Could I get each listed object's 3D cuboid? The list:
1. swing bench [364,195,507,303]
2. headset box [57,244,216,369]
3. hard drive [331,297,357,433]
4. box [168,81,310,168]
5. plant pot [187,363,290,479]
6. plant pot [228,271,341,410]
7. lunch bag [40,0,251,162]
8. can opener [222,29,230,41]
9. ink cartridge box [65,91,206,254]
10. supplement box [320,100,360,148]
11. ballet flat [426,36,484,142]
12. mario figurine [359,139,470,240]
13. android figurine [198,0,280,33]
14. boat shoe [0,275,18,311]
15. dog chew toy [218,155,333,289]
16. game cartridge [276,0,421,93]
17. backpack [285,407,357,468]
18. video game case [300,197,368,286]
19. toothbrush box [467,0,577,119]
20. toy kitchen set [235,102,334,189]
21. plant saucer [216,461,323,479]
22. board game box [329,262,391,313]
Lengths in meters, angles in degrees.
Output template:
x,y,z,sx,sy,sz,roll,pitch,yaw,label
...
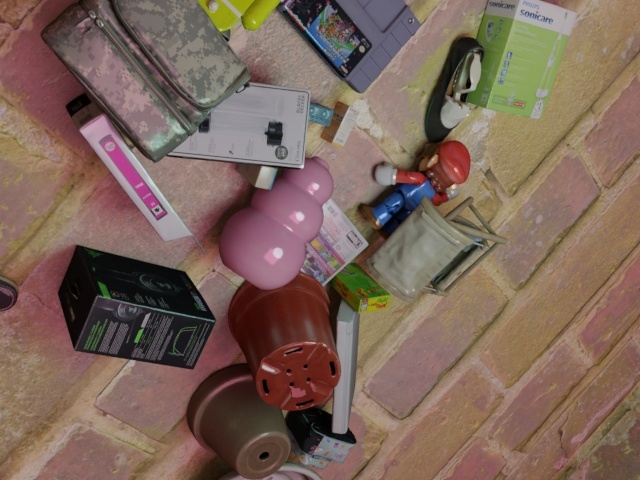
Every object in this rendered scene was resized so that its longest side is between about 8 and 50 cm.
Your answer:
x,y,z,sx,sy,sz,roll,pitch,yaw,label
0.300,0.026,1.723,0.255,0.165,0.253,-5,143,-48,swing bench
-0.408,0.140,1.413,0.283,0.246,0.131,18,104,-34,headset box
0.072,0.311,1.794,0.047,0.233,0.352,6,115,7,hard drive
-0.174,-0.244,1.368,0.290,0.087,0.169,4,94,-8,box
-0.193,0.493,1.721,0.263,0.229,0.262,-12,119,-23,plant pot
-0.078,0.254,1.608,0.273,0.265,0.272,-6,119,-11,plant pot
-0.301,-0.331,1.166,0.256,0.212,0.305,-41,115,-6,lunch bag
-0.309,-0.446,1.303,0.284,0.076,0.095,20,70,-35,can opener
-0.372,-0.119,1.347,0.069,0.176,0.370,-38,126,-8,ink cartridge box
0.047,-0.278,1.579,0.036,0.062,0.098,19,102,-34,supplement box
0.346,-0.376,1.680,0.095,0.096,0.280,2,113,-31,ballet flat
0.255,-0.149,1.752,0.321,0.170,0.198,-40,164,6,mario figurine
-0.200,-0.517,1.278,0.248,0.056,0.272,43,74,-21,android figurine
-0.749,0.113,1.298,0.285,0.092,0.102,12,107,-33,boat shoe
-0.088,-0.051,1.538,0.207,0.207,0.331,39,83,-37,dog chew toy
0.053,-0.521,1.467,0.355,0.068,0.230,40,87,-37,game cartridge
0.002,0.572,1.907,0.189,0.166,0.144,19,100,-34,backpack
0.000,0.000,1.692,0.183,0.023,0.201,-42,115,-5,video game case
0.510,-0.476,1.709,0.206,0.122,0.283,2,113,-30,toothbrush box
-0.070,-0.221,1.503,0.166,0.122,0.207,10,108,-33,toy kitchen set
-0.187,0.744,1.899,0.401,0.100,0.400,-11,128,-14,plant saucer
0.096,0.122,1.729,0.092,0.181,0.043,-7,119,-27,board game box
